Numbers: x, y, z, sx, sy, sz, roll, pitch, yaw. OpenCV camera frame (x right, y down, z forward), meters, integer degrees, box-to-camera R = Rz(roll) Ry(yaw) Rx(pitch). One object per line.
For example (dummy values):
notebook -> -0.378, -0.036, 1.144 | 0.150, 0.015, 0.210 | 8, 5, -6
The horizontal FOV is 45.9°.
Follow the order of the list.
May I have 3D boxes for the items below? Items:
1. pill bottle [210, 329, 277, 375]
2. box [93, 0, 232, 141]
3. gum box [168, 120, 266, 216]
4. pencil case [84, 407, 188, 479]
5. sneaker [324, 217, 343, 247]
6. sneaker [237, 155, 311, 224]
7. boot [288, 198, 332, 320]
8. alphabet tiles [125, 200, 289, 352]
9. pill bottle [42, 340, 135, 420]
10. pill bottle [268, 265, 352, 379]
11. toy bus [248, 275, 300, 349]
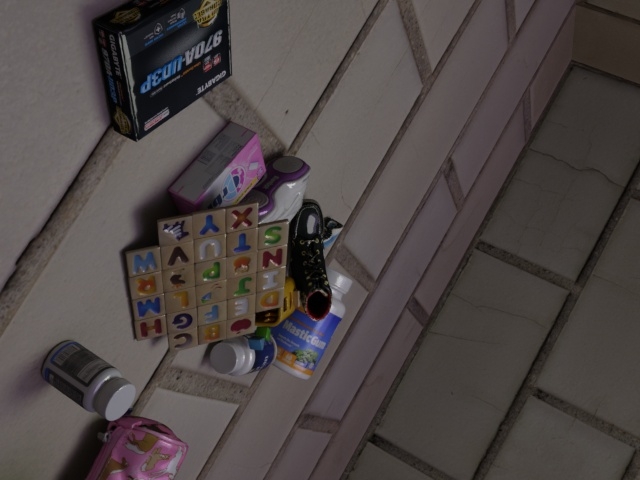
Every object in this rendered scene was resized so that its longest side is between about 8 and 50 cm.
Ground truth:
pill bottle -> -0.176, 0.256, 1.708 | 0.169, 0.094, 0.094 | 1, 114, -66
box -> -0.216, -0.270, 1.081 | 0.220, 0.051, 0.175 | -45, 152, -38
gum box -> -0.175, -0.111, 1.335 | 0.188, 0.062, 0.107 | -52, 156, -24
pencil case -> -0.399, 0.514, 1.400 | 0.386, 0.167, 0.160 | -64, -179, -9
sneaker -> 0.000, 0.000, 1.850 | 0.162, 0.063, 0.073 | -24, 141, -56
sneaker -> -0.116, -0.046, 1.469 | 0.305, 0.114, 0.152 | -39, 147, -45
boot -> -0.016, 0.045, 1.689 | 0.085, 0.178, 0.236 | -3, 120, -15
alphabet tiles -> -0.196, 0.074, 1.353 | 0.285, 0.011, 0.343 | -12, 137, -19
pill bottle -> -0.365, 0.223, 1.197 | 0.078, 0.137, 0.078 | -47, 154, -33
pill bottle -> -0.031, 0.194, 1.880 | 0.272, 0.152, 0.152 | -62, 158, -3
toy bus -> -0.097, 0.124, 1.645 | 0.191, 0.104, 0.202 | 74, 23, -52
